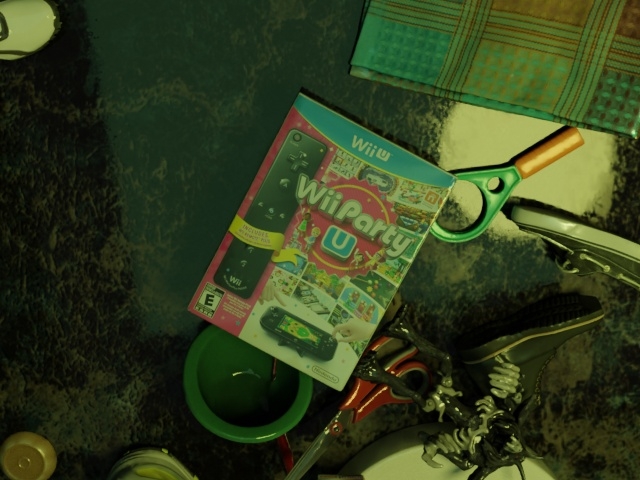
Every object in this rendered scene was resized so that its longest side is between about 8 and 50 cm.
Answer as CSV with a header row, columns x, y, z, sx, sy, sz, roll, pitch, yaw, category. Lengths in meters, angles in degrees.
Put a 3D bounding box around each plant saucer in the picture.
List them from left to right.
x,y,z,sx,sy,sz,roll,pitch,yaw,category
-0.418,0.312,1.186,0.083,0.015,0.083,0,102,0,plant saucer

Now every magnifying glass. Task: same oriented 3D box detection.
x,y,z,sx,sy,sz,roll,pitch,yaw,category
0.238,-0.078,1.101,0.231,0.026,0.092,-32,101,5,magnifying glass

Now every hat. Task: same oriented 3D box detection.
x,y,z,sx,sy,sz,roll,pitch,yaw,category
-0.104,0.233,1.166,0.173,0.183,0.208,-3,59,-11,hat

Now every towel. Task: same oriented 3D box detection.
x,y,z,sx,sy,sz,roll,pitch,yaw,category
0.214,-0.284,0.948,0.370,0.040,0.271,20,104,30,towel

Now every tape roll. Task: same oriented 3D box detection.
x,y,z,sx,sy,sz,roll,pitch,yaw,category
0.178,0.448,1.194,0.392,0.072,0.392,0,103,-1,tape roll

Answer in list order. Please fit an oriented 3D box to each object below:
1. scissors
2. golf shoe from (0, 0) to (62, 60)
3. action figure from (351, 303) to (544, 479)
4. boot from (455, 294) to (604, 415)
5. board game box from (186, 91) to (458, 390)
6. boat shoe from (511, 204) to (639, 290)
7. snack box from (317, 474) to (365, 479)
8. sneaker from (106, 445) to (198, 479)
x,y,z,sx,sy,sz,roll,pitch,yaw,category
0.026,0.231,1.129,0.297,0.021,0.109,-34,106,-11,scissors
-0.418,-0.253,1.023,0.198,0.094,0.077,-15,101,1,golf shoe
0.176,0.215,1.061,0.275,0.141,0.164,38,83,3,action figure
0.300,0.163,1.138,0.198,0.077,0.137,-20,107,17,boot
0.000,0.000,1.061,0.224,0.097,0.303,28,96,-1,board game box
0.346,0.014,1.096,0.219,0.078,0.070,19,100,-6,boat shoe
0.027,0.402,1.135,0.064,0.022,0.178,1,103,2,snack box
-0.154,0.457,1.154,0.384,0.147,0.145,42,97,-11,sneaker
